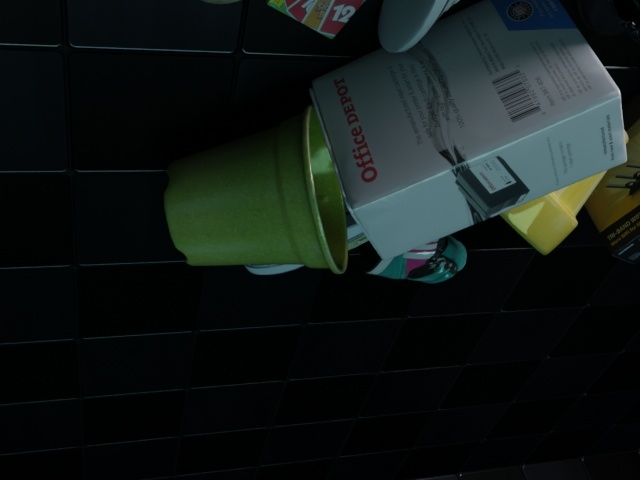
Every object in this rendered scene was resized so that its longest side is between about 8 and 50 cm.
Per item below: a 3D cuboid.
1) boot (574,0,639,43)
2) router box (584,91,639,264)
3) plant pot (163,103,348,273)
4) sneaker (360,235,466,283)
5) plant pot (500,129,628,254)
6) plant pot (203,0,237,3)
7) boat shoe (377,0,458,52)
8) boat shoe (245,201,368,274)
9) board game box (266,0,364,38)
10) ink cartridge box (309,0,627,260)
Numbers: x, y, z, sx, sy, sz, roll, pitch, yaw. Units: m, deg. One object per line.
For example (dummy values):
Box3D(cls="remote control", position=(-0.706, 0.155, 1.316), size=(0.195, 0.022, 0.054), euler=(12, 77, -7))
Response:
Box3D(cls="boot", position=(0.448, -0.341, 1.157), size=(0.094, 0.207, 0.246), euler=(-23, 142, 11))
Box3D(cls="router box", position=(0.614, -0.145, 1.430), size=(0.081, 0.243, 0.309), euler=(17, 131, -35))
Box3D(cls="plant pot", position=(-0.107, -0.064, 1.298), size=(0.253, 0.276, 0.276), euler=(-9, 143, 10))
Box3D(cls="sneaker", position=(0.227, -0.009, 1.559), size=(0.178, 0.124, 0.295), euler=(15, 141, -26))
Box3D(cls="plant pot", position=(0.384, -0.145, 1.373), size=(0.239, 0.254, 0.254), euler=(-46, 135, 11))
Box3D(cls="plant pot", position=(-0.141, -0.398, 0.883), size=(0.256, 0.257, 0.274), euler=(-17, 158, 2))
Box3D(cls="boat shoe", position=(0.177, -0.376, 1.121), size=(0.088, 0.096, 0.267), euler=(-5, 139, -37))
Box3D(cls="boat shoe", position=(0.000, 0.000, 1.513), size=(0.302, 0.109, 0.094), euler=(-22, 144, 4))
Box3D(cls="board game box", position=(0.047, -0.401, 1.088), size=(0.124, 0.039, 0.259), euler=(18, 128, -37))
Box3D(cls="ink cartridge box", position=(0.212, -0.184, 1.207), size=(0.394, 0.285, 0.166), euler=(-23, 142, 10))
